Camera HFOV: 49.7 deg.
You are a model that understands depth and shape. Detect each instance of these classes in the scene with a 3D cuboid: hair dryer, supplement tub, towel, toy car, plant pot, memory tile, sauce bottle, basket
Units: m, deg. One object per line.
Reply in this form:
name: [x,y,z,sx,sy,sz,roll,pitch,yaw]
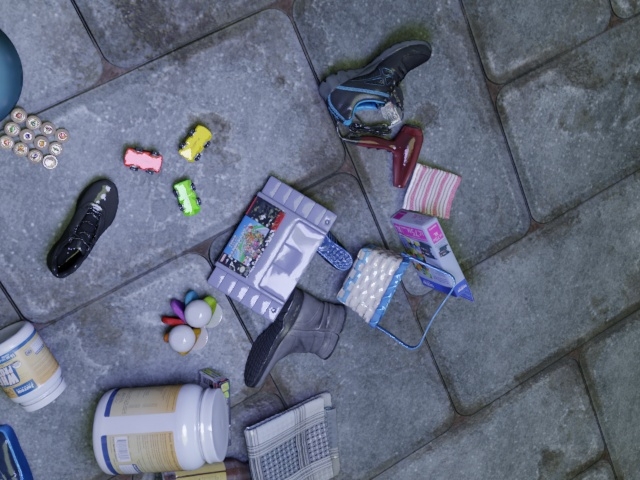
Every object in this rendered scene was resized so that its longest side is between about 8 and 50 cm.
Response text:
hair dryer: [0.192,-0.286,2.035,0.224,0.080,0.293,-28,105,4]
supplement tub: [-0.420,0.503,1.854,0.316,0.228,0.228,-4,106,5]
towel: [0.341,-0.148,2.105,0.197,0.029,0.144,11,99,-38]
toy car: [-0.382,-0.174,1.849,0.239,0.053,0.225,-21,109,-13]
plant pot: [-0.826,-0.376,1.541,0.293,0.235,0.293,-5,104,-20]
memory tile: [-0.713,-0.252,1.724,0.148,0.012,0.113,26,94,-29]
towel: [-0.071,0.650,2.111,0.324,0.056,0.312,-18,109,-35]
toy car: [-0.367,0.219,1.916,0.136,0.159,0.182,33,91,13]
supplement tub: [-0.762,0.324,1.780,0.144,0.144,0.199,-30,111,-11]
sauce bottle: [-0.309,0.704,2.050,0.344,0.111,0.111,4,101,-27]
basket: [0.218,0.147,2.026,0.289,0.201,0.254,32,103,12]

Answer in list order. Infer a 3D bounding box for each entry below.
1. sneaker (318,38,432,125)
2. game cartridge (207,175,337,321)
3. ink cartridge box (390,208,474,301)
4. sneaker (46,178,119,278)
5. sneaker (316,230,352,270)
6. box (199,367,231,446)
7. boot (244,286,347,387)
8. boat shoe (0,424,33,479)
sneaker: [0.170,-0.440,1.930,0.341,0.125,0.139,-28,79,-3]
game cartridge: [-0.139,0.022,1.943,0.230,0.068,0.355,31,91,-6]
ink cartridge box: [0.339,0.057,2.093,0.065,0.186,0.311,-38,113,-15]
sneaker: [-0.599,-0.023,1.766,0.109,0.130,0.286,27,91,-21]
sneaker: [0.000,0.000,2.022,0.081,0.090,0.232,-42,91,-5]
box: [-0.305,0.485,2.000,0.036,0.114,0.207,-11,108,-40]
boot: [-0.065,0.317,2.054,0.223,0.118,0.338,27,97,-29]
boat shoe: [-0.839,0.624,1.863,0.089,0.109,0.258,-17,92,-8]
